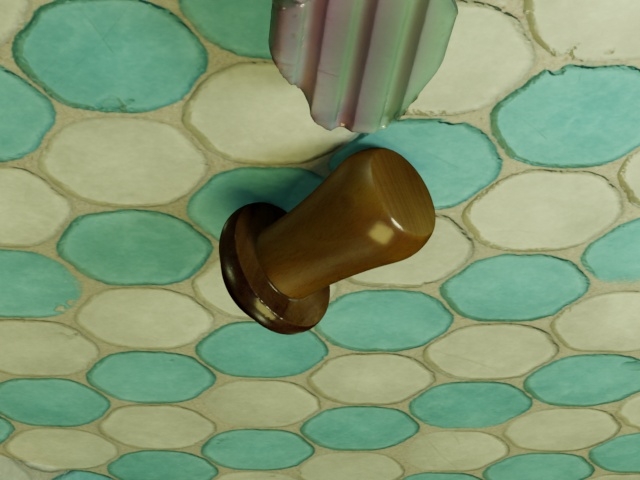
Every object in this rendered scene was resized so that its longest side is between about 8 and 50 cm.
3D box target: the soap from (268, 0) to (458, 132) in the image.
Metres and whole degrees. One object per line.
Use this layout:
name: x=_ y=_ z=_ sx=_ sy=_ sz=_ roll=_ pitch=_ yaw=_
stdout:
soap: x=0.042 y=-0.247 z=1.441 sx=0.193 sy=0.109 sz=0.324 roll=3 pitch=149 yaw=-4

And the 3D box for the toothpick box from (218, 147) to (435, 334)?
toothpick box: x=0.000 y=0.000 z=1.801 sx=0.294 sy=0.192 sz=0.192 roll=-32 pitch=138 yaw=33
